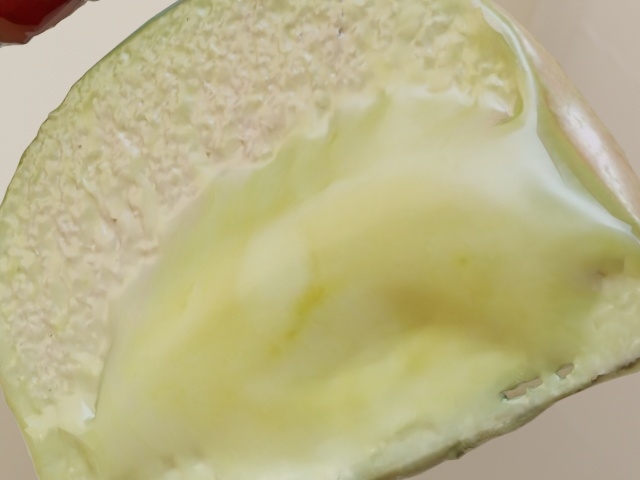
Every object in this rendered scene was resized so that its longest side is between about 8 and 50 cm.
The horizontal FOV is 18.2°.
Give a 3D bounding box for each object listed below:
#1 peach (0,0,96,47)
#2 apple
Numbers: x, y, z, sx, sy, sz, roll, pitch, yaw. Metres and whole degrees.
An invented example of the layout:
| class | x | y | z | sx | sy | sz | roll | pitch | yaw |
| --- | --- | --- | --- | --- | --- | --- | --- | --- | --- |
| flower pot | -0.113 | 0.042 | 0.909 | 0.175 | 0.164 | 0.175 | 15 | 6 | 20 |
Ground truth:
| class | x | y | z | sx | sy | sz | roll | pitch | yaw |
| --- | --- | --- | --- | --- | --- | --- | --- | --- | --- |
| peach | -0.254 | -0.234 | 0.893 | 0.310 | 0.406 | 0.335 | 42 | -48 | 30 |
| apple | 0.000 | 0.000 | 0.723 | 0.265 | 0.120 | 0.193 | -28 | -105 | 29 |
